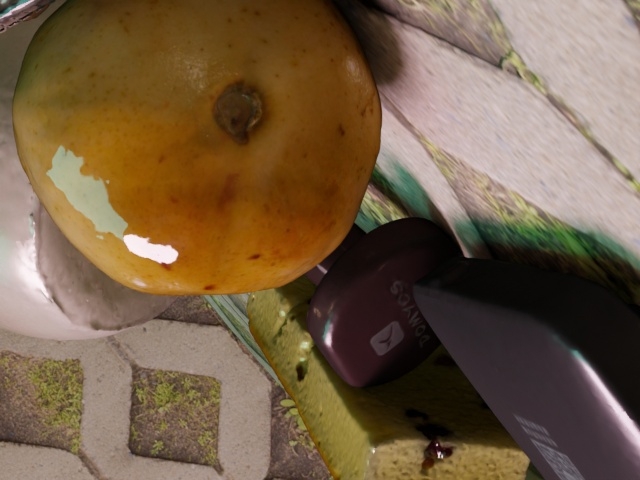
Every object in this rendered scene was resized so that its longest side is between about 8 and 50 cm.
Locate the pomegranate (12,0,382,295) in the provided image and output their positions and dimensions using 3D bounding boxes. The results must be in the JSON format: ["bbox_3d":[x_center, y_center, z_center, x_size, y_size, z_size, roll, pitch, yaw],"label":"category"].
[{"bbox_3d":[-0.067,-0.070,0.847,0.233,0.233,0.233,48,171,10],"label":"pomegranate"}]

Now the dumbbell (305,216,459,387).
[{"bbox_3d":[0.000,0.000,1.086,0.225,0.124,0.140,42,169,40],"label":"dumbbell"}]

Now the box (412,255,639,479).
[{"bbox_3d":[0.188,0.131,0.888,0.289,0.073,0.290,52,171,-10],"label":"box"}]

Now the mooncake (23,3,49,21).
[{"bbox_3d":[-0.229,-0.292,0.882,0.290,0.161,0.290,48,173,8],"label":"mooncake"}]

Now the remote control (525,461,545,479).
[{"bbox_3d":[0.263,0.330,1.358,0.128,0.065,0.335,41,168,53],"label":"remote control"}]

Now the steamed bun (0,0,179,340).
[{"bbox_3d":[-0.231,-0.074,1.265,0.206,0.324,0.324,17,154,31],"label":"steamed bun"}]

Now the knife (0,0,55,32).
[{"bbox_3d":[-0.163,-0.156,0.763,0.089,0.365,0.043,35,-133,-45],"label":"knife"}]

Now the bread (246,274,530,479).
[{"bbox_3d":[0.043,0.112,1.173,0.138,0.077,0.361,7,-161,-20],"label":"bread"}]
